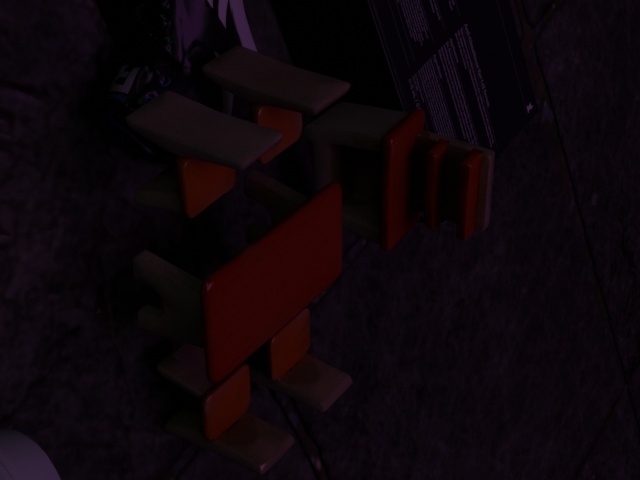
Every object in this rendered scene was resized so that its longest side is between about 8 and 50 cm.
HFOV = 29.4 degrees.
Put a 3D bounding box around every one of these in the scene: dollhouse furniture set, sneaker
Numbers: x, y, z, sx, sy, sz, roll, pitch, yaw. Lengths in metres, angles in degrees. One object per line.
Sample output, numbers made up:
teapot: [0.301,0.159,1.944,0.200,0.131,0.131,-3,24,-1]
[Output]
dollhouse furniture set: [0.000,0.000,0.847,0.259,0.135,0.262,-41,141,-42]
sneaker: [-0.108,-0.142,0.793,0.121,0.079,0.216,-51,132,-38]

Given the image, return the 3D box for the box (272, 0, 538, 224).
box: [0.071,-0.172,1.002,0.184,0.103,0.261,-44,127,-36]

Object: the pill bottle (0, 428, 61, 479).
pill bottle: [-0.240,0.169,0.629,0.208,0.119,0.119,-10,102,-51]
